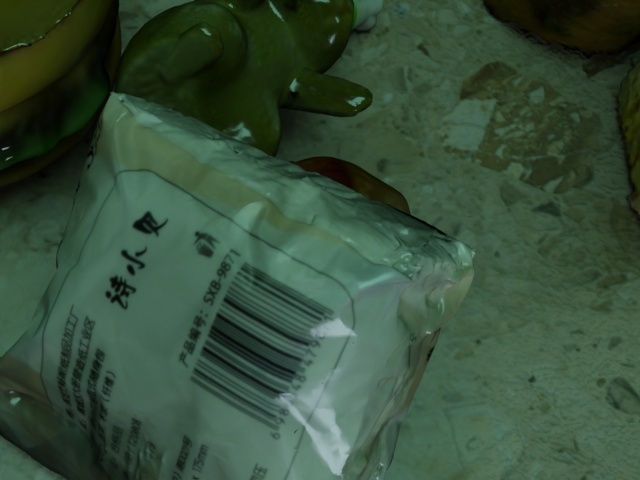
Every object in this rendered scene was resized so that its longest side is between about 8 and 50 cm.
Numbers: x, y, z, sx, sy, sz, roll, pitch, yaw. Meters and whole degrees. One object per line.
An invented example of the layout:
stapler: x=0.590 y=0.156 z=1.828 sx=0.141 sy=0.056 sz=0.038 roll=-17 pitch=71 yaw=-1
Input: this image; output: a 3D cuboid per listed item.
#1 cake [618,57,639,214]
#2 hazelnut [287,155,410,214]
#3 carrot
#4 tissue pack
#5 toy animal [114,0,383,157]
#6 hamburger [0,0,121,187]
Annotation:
cake: x=0.464 y=-0.082 z=1.122 sx=0.222 sy=0.227 sz=0.286 roll=-1 pitch=70 yaw=-9
hazelnut: x=0.000 y=0.000 z=1.069 sx=0.182 sy=0.182 sz=0.182 roll=3 pitch=69 yaw=-7
carrot: x=0.348 y=-0.352 z=1.175 sx=0.242 sy=0.341 sz=0.241 roll=8 pitch=71 yaw=-23
tissue pack: x=-0.095 y=0.099 z=0.918 sx=0.390 sy=0.195 sz=0.375 roll=30 pitch=105 yaw=17
toy animal: x=-0.039 y=-0.211 z=1.080 sx=0.363 sy=0.180 sz=0.181 roll=-44 pitch=122 yaw=-30
hamburger: x=-0.373 y=-0.222 z=1.030 sx=0.396 sy=0.277 sz=0.395 roll=4 pitch=64 yaw=-9
